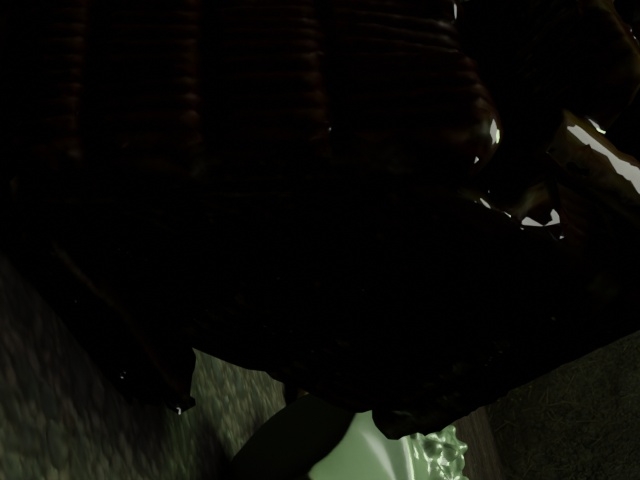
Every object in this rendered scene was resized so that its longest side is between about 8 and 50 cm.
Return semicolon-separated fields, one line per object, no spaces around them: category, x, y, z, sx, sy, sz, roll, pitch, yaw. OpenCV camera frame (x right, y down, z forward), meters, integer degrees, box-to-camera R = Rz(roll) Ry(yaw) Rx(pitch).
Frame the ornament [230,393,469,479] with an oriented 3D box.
ornament;0.019;0.146;0.809;0.120;0.130;0.285;64;6;11

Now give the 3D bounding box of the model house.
model house;-0.010;-0.078;0.633;0.282;0.297;0.317;22;42;-21

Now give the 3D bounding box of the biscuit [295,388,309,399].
biscuit;0.040;0.237;1.075;0.154;0.045;0.299;-26;101;-81
